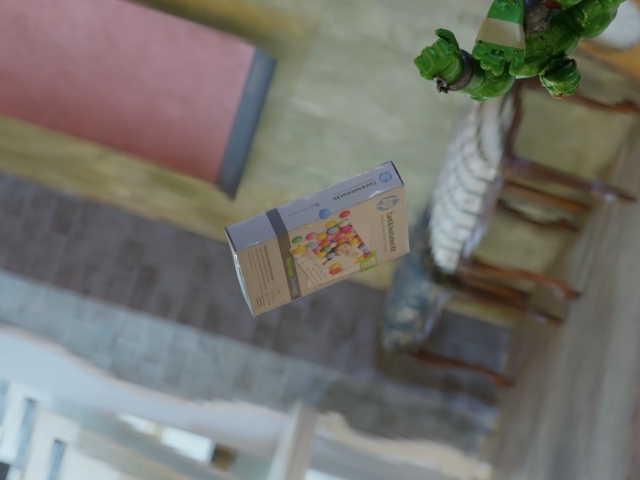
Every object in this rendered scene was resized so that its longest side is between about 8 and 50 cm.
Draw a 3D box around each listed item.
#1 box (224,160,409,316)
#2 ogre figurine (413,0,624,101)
[{"bbox_3d":[0.000,0.000,1.734,0.145,0.186,0.038,81,164,-60],"label":"box"},{"bbox_3d":[0.169,-0.166,1.275,0.197,0.097,0.118,-50,-15,-5],"label":"ogre figurine"}]
